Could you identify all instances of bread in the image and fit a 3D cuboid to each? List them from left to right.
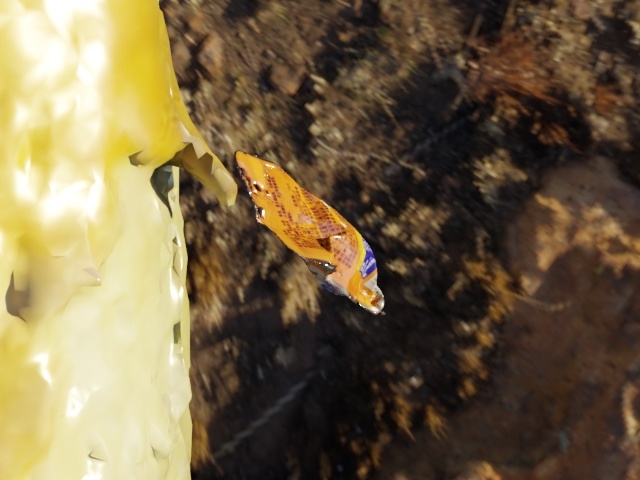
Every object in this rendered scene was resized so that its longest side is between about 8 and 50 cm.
[{"bbox_3d":[-0.127,0.099,0.412,0.165,0.236,0.375,0,93,-33],"label":"bread"}]

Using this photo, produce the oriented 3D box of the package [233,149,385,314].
[{"bbox_3d":[0.001,-0.001,0.756,0.033,0.077,0.110,-23,143,21],"label":"package"}]
